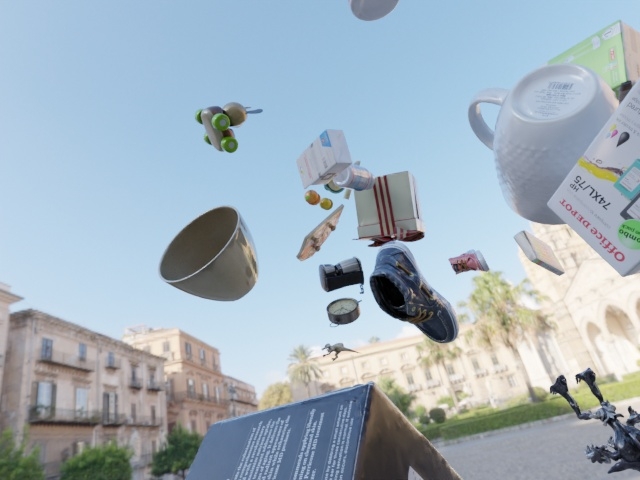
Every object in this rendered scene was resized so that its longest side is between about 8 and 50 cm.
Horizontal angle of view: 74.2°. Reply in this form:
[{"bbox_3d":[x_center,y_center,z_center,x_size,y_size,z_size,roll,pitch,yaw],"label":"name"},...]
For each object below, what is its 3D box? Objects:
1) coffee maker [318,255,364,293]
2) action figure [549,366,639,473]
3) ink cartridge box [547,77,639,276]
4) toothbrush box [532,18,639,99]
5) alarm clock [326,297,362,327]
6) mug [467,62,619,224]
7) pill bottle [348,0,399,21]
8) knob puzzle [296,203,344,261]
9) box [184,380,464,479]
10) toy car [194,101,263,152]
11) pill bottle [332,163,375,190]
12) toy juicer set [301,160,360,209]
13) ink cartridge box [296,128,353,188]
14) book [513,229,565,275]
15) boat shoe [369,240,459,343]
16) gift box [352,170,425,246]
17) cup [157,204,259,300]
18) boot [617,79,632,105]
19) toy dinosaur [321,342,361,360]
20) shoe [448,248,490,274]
[{"bbox_3d":[0.094,0.169,1.846,0.179,0.171,0.120,-14,-11,-15],"label":"coffee maker"},{"bbox_3d":[0.673,0.432,0.970,0.164,0.275,0.141,-31,-50,6],"label":"action figure"},{"bbox_3d":[0.585,-0.108,0.713,0.197,0.198,0.270,-10,-40,-22],"label":"ink cartridge box"},{"bbox_3d":[0.821,-0.493,1.312,0.122,0.206,0.283,11,-16,-27],"label":"toothbrush box"},{"bbox_3d":[0.083,0.285,1.634,0.130,0.064,0.192,-2,19,26],"label":"alarm clock"},{"bbox_3d":[0.523,-0.255,1.029,0.276,0.374,0.328,-49,-40,-3],"label":"mug"},{"bbox_3d":[0.108,-0.657,1.013,0.125,0.221,0.124,-10,-16,-3],"label":"pill bottle"},{"bbox_3d":[0.000,0.000,1.260,0.213,0.030,0.213,-48,-12,-13],"label":"knob puzzle"},{"bbox_3d":[0.024,0.595,0.883,0.472,0.297,0.479,-26,-66,32],"label":"box"},{"bbox_3d":[-0.286,-0.392,1.395,0.188,0.155,0.148,-35,-50,-24],"label":"toy car"},{"bbox_3d":[0.120,-0.219,1.473,0.087,0.087,0.160,-32,-21,34],"label":"pill bottle"},{"bbox_3d":[0.068,-0.234,1.834,0.329,0.209,0.090,-12,20,-38],"label":"toy juicer set"},{"bbox_3d":[0.006,-0.227,1.210,0.060,0.104,0.180,-9,-12,-34],"label":"ink cartridge box"},{"bbox_3d":[0.599,0.037,1.154,0.144,0.096,0.035,20,-48,-31],"label":"book"},{"bbox_3d":[0.129,0.094,0.593,0.065,0.083,0.183,-28,-74,36],"label":"boat shoe"},{"bbox_3d":[0.254,-0.109,1.632,0.255,0.257,0.276,-9,-3,26],"label":"gift box"},{"bbox_3d":[-0.344,0.078,1.451,0.331,0.330,0.237,-23,-52,19],"label":"cup"},{"bbox_3d":[0.828,-0.373,1.080,0.119,0.042,0.086,0,-52,48],"label":"boot"},{"bbox_3d":[0.066,0.439,1.706,0.183,0.053,0.093,-2,19,41],"label":"toy dinosaur"},{"bbox_3d":[0.409,0.067,1.176,0.081,0.063,0.178,-26,0,10],"label":"shoe"}]
